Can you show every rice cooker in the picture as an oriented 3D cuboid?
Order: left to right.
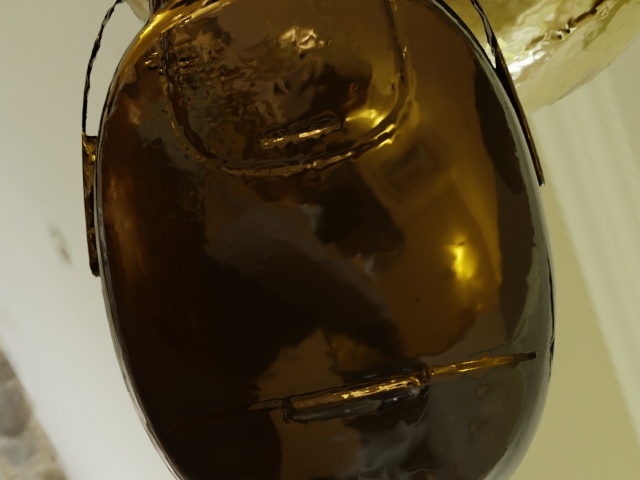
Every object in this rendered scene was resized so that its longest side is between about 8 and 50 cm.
[{"bbox_3d":[0.000,-0.001,0.523,0.118,0.142,0.203,77,4,-73],"label":"rice cooker"}]

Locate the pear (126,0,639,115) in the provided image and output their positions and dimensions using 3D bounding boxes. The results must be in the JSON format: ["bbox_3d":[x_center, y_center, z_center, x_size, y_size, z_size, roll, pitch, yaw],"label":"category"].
[{"bbox_3d":[0.038,-0.214,0.867,0.348,0.348,0.348,46,-25,29],"label":"pear"}]
